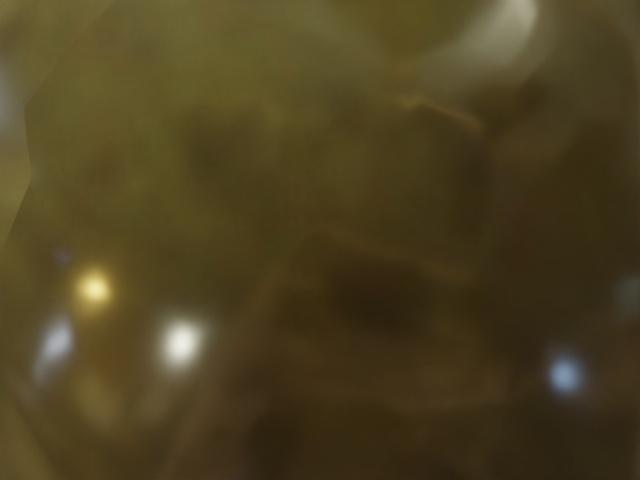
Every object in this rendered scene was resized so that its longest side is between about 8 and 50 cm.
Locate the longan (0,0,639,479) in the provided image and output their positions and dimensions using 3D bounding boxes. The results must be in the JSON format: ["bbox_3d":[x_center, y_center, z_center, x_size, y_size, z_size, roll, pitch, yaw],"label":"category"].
[{"bbox_3d":[0.000,0.000,0.440,0.246,0.246,0.215,33,18,17],"label":"longan"}]
